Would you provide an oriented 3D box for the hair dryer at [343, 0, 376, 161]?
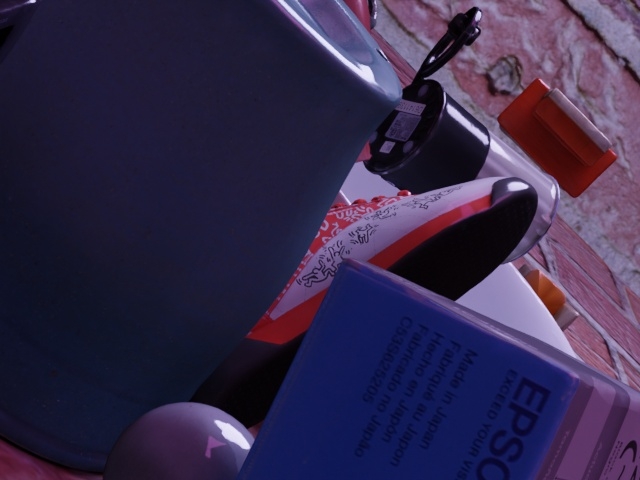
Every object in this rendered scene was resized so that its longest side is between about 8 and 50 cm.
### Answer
[{"bbox_3d":[0.017,-0.175,1.278,0.223,0.080,0.293,51,33,-45],"label":"hair dryer"}]

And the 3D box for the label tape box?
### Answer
[{"bbox_3d":[0.063,0.166,0.802,0.115,0.249,0.347,26,0,27],"label":"label tape box"}]

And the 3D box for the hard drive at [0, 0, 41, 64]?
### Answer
[{"bbox_3d":[-0.243,-0.077,0.635,0.172,0.054,0.254,28,29,25],"label":"hard drive"}]

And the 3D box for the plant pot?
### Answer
[{"bbox_3d":[-0.104,-0.058,0.976,0.271,0.255,0.272,44,14,-14],"label":"plant pot"}]

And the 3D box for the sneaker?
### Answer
[{"bbox_3d":[-0.001,0.000,1.160,0.145,0.270,0.090,48,-20,31],"label":"sneaker"}]

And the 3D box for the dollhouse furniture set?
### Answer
[{"bbox_3d":[0.131,-0.020,1.573,0.262,0.259,0.135,45,4,0],"label":"dollhouse furniture set"}]

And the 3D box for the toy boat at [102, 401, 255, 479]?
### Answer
[{"bbox_3d":[-0.173,0.046,0.700,0.318,0.148,0.267,42,14,-19],"label":"toy boat"}]

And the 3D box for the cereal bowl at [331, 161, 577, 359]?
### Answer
[{"bbox_3d":[0.043,0.041,1.378,0.339,0.141,0.339,44,13,-13],"label":"cereal bowl"}]

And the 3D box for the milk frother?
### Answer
[{"bbox_3d":[0.119,-0.082,1.359,0.134,0.143,0.129,36,10,-29],"label":"milk frother"}]
